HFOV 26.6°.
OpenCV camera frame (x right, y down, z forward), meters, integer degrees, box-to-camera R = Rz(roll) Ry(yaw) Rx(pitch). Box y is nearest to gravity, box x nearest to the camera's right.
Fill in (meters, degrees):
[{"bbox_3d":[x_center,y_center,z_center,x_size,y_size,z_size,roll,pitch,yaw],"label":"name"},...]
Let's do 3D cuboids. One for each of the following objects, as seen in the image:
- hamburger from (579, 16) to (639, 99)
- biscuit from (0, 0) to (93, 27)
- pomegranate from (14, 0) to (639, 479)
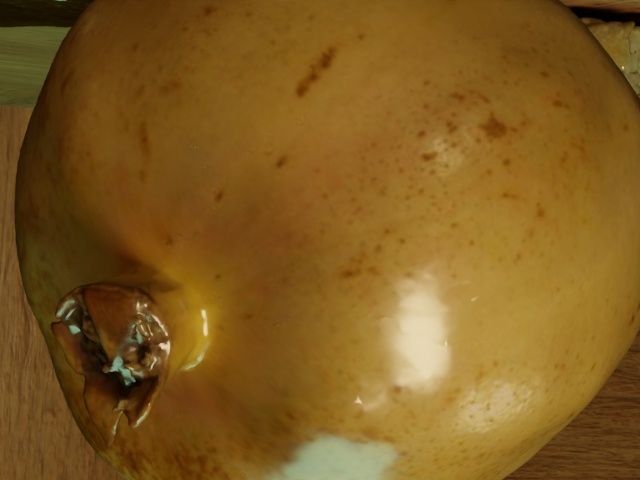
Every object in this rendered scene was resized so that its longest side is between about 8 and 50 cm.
[{"bbox_3d":[0.190,-0.053,0.982,0.318,0.195,0.277,7,178,-42],"label":"hamburger"},{"bbox_3d":[-0.205,-0.149,0.705,0.257,0.049,0.273,2,-177,3],"label":"biscuit"},{"bbox_3d":[0.000,0.000,0.634,0.319,0.319,0.319,5,-179,0],"label":"pomegranate"}]
